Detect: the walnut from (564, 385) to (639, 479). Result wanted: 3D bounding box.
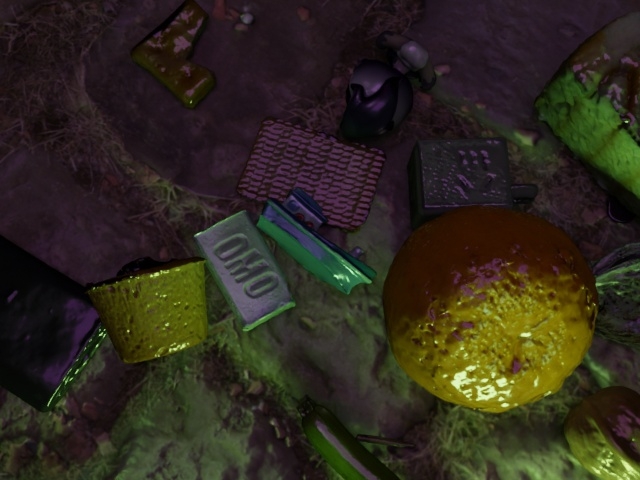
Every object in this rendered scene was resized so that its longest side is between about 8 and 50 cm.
[{"bbox_3d":[0.497,0.329,1.196,0.167,0.149,0.166,3,103,15],"label":"walnut"}]

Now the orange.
[{"bbox_3d":[0.265,0.103,1.167,0.341,0.293,0.340,-3,109,-8],"label":"orange"}]

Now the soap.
[{"bbox_3d":[-0.137,0.055,1.301,0.115,0.063,0.198,-30,79,-12],"label":"soap"}]

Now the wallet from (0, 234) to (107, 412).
[{"bbox_3d":[-0.596,0.114,1.305,0.406,0.062,0.228,31,80,8],"label":"wallet"}]

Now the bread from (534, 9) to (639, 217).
[{"bbox_3d":[0.603,-0.211,1.247,0.264,0.239,0.395,-40,81,-8],"label":"bread"}]

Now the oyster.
[{"bbox_3d":[0.560,0.094,1.271,0.268,0.112,0.198,26,100,-2],"label":"oyster"}]

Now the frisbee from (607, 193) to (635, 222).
[{"bbox_3d":[0.560,-0.158,1.365,0.187,0.012,0.211,36,81,9],"label":"frisbee"}]

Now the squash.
[{"bbox_3d":[0.050,0.373,1.232,0.258,0.069,0.069,42,82,12],"label":"squash"}]

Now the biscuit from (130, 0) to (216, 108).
[{"bbox_3d":[-0.262,-0.369,1.414,0.174,0.039,0.183,-42,80,-9],"label":"biscuit"}]

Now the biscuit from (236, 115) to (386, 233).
[{"bbox_3d":[-0.016,-0.126,1.360,0.255,0.029,0.172,19,78,6],"label":"biscuit"}]

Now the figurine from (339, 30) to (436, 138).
[{"bbox_3d":[0.124,-0.278,1.339,0.145,0.145,0.222,35,79,8],"label":"figurine"}]

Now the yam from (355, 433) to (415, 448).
[{"bbox_3d":[0.115,0.355,1.261,0.107,0.014,0.014,8,78,3],"label":"yam"}]

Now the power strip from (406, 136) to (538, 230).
[{"bbox_3d":[0.277,-0.101,1.291,0.225,0.139,0.140,-3,75,0],"label":"power strip"}]

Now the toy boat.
[{"bbox_3d":[0.000,0.000,1.291,0.238,0.109,0.098,40,71,1],"label":"toy boat"}]

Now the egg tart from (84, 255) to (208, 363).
[{"bbox_3d":[-0.286,0.111,1.232,0.215,0.215,0.170,-16,89,-2],"label":"egg tart"}]
